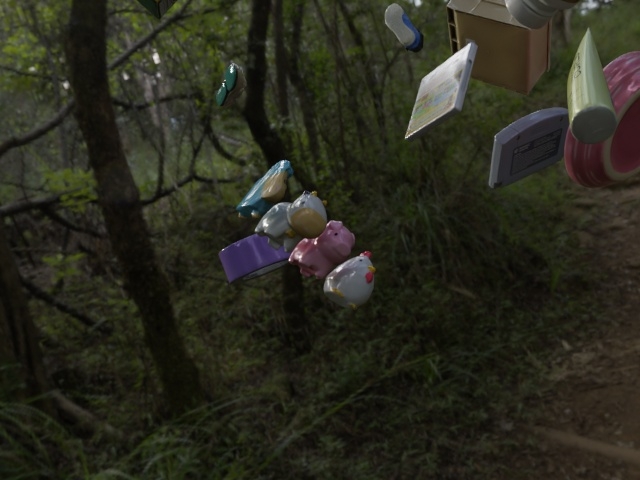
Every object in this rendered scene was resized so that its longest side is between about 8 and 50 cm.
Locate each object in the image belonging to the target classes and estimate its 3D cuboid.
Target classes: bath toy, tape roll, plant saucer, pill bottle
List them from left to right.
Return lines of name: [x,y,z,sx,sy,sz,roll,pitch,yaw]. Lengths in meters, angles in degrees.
tape roll: [-0.145,0.036,1.601,0.189,0.080,0.189,-23,-6,-3]
bath toy: [0.000,0.000,1.307,0.151,0.348,0.129,9,60,53]
pill bottle: [0.462,-0.515,1.249,0.131,0.131,0.229,-22,-13,-34]
plant saucer: [0.714,-0.267,1.543,0.332,0.332,0.084,-21,38,-24]

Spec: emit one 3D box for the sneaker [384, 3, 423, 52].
sneaker: [0.231,-0.571,1.793,0.058,0.152,0.084,-38,-34,22]

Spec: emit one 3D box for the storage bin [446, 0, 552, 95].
storage bin: [0.506,-0.574,1.876,0.260,0.262,0.123,28,71,29]

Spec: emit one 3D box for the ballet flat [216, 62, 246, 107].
ballet flat: [-0.200,-0.364,1.540,0.052,0.057,0.168,-11,-9,-26]

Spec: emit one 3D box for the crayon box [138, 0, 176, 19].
crayon box: [-0.349,-0.724,1.420,0.363,0.313,0.106,-50,7,-9]

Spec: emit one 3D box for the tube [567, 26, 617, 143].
tube: [0.397,-0.229,0.991,0.070,0.062,0.240,-31,25,35]

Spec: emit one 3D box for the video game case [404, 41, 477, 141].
video game case: [0.314,-0.384,1.733,0.026,0.206,0.227,26,-22,-19]

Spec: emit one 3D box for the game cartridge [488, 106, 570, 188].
game cartridge: [0.639,-0.290,2.004,0.297,0.198,0.062,-23,40,-22]
